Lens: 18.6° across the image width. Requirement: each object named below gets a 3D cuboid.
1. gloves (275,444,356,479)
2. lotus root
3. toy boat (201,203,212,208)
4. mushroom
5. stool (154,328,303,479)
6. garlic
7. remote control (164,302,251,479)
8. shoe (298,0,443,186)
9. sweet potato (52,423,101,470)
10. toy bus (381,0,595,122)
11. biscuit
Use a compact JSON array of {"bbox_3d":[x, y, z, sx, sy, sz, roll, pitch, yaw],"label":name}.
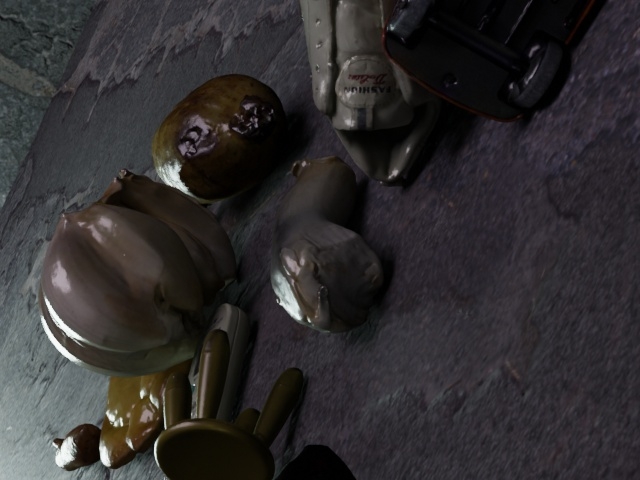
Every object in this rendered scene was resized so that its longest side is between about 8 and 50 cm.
[{"bbox_3d":[-0.006,0.267,1.430,0.203,0.124,0.164,-84,7,-64],"label":"gloves"},{"bbox_3d":[-0.110,-0.117,2.214,0.145,0.128,0.260,-58,17,-18],"label":"lotus root"},{"bbox_3d":[-0.183,-0.049,2.440,0.220,0.067,0.291,-48,21,42],"label":"toy boat"},{"bbox_3d":[-0.001,0.002,1.800,0.096,0.099,0.278,-52,17,18],"label":"mushroom"},{"bbox_3d":[-0.088,0.163,1.792,0.135,0.134,0.110,-3,44,18],"label":"stool"},{"bbox_3d":[-0.198,0.054,2.102,0.185,0.203,0.281,-58,-3,13],"label":"garlic"},{"bbox_3d":[-0.111,0.161,1.974,0.078,0.042,0.221,-45,24,47],"label":"remote control"},{"bbox_3d":[0.047,-0.191,1.706,0.342,0.132,0.211,70,-160,-57],"label":"shoe"},{"bbox_3d":[-0.297,0.253,2.370,0.050,0.050,0.214,-70,12,-17],"label":"sweet potato"},{"bbox_3d":[0.180,-0.266,1.586,0.329,0.143,0.153,-60,8,16],"label":"toy bus"},{"bbox_3d":[-0.197,0.148,2.235,0.203,0.041,0.260,-55,22,28],"label":"biscuit"}]
